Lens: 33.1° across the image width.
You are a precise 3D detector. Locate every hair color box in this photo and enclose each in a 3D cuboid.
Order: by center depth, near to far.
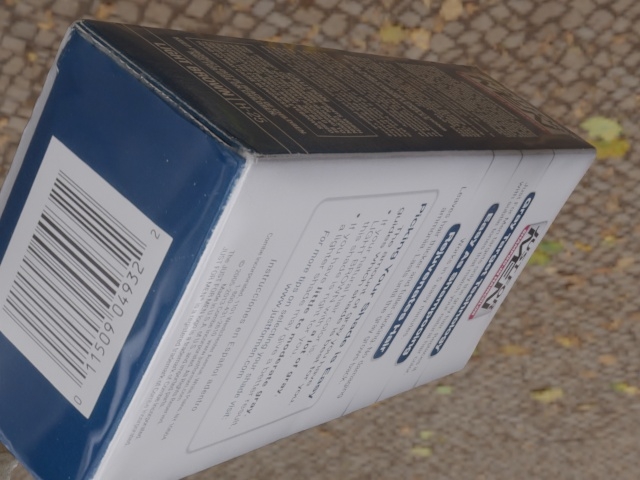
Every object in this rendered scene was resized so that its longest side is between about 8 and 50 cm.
[{"bbox_3d":[0.000,0.000,0.550,0.347,0.105,0.173,-7,131,-56],"label":"hair color box"}]

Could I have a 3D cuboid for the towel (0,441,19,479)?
[{"bbox_3d":[-0.369,0.233,0.801,0.187,0.282,0.049,27,139,-2],"label":"towel"}]
